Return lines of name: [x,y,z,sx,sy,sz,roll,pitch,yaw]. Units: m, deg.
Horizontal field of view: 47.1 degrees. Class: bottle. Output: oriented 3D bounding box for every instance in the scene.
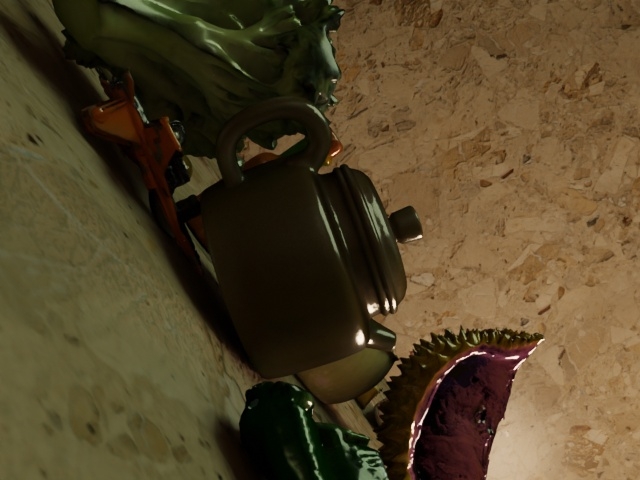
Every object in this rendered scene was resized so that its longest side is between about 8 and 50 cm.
bottle: [-0.060,-0.062,0.806,0.069,0.187,0.069,54,3,-4]

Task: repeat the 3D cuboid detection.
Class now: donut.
donut: [0.085,0.254,1.263,0.038,0.067,0.083,38,30,14]

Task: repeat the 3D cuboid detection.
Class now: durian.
durian: [0.129,0.213,0.890,0.153,0.261,0.186,10,2,-18]

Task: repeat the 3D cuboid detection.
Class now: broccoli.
broccoli: [-0.133,-0.184,0.672,0.288,0.245,0.248,-3,-84,43]

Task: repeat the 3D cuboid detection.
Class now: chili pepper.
chili pepper: [0.012,0.161,0.398,0.108,0.062,0.216,46,8,-46]

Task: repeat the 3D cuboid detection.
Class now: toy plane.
toy plane: [-0.135,-0.058,0.633,0.135,0.062,0.188,6,-47,57]

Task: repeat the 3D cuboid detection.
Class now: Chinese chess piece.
Chinese chess piece: [-0.013,0.071,0.913,0.270,0.112,0.270,56,1,-2]

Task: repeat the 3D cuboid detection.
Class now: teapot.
teapot: [0.000,0.000,0.646,0.186,0.175,0.268,-113,-177,-63]

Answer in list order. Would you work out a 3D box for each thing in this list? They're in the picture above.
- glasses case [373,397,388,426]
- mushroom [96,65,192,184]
glasses case: [0.149,0.333,1.329,0.113,0.075,0.297,56,1,14]
mushroom: [-0.234,-0.178,0.870,0.306,0.043,0.068,54,-25,21]
